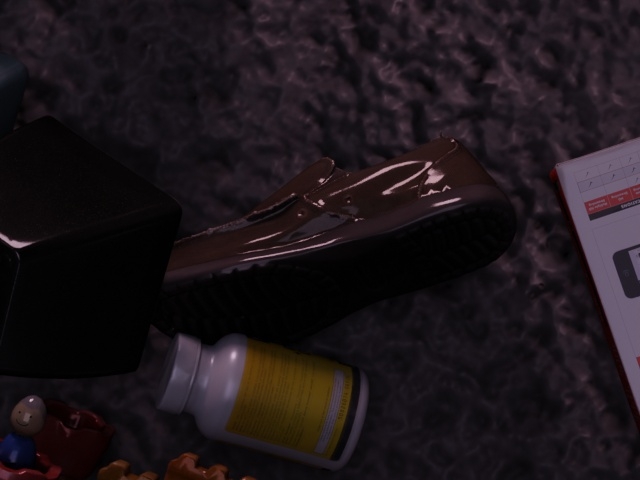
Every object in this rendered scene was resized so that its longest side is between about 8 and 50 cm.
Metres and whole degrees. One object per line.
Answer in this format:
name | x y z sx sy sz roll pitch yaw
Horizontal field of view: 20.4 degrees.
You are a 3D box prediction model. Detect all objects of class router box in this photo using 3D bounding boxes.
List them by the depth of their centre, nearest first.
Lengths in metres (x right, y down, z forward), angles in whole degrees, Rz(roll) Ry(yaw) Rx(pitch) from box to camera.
router box | 0.419 0.021 1.658 0.336 0.082 0.301 -18 86 3

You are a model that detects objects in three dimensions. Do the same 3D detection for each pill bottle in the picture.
pill bottle | -0.055 0.145 1.657 0.184 0.103 0.103 17 89 -11

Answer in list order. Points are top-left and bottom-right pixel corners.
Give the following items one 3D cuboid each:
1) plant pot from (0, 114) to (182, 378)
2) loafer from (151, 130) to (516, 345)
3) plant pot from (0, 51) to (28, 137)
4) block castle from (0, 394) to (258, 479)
plant pot | -0.264 0.019 1.608 0.187 0.167 0.188 33 119 27
loafer | 0.000 0.000 1.687 0.366 0.134 0.130 -15 50 5
plant pot | -0.446 -0.065 1.608 0.247 0.252 0.247 21 110 4
block castle | -0.094 0.282 1.578 0.453 0.303 0.212 21 95 5
